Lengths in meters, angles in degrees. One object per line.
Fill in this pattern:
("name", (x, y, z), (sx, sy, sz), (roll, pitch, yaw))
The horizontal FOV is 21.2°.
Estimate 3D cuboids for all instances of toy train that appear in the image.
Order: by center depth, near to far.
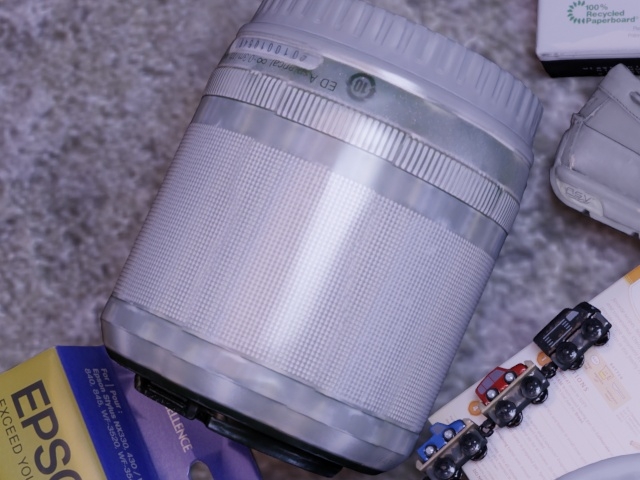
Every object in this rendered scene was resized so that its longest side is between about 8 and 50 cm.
("toy train", (0.118, 0.097, 1.084), (0.158, 0.027, 0.036), (-44, 64, 4))

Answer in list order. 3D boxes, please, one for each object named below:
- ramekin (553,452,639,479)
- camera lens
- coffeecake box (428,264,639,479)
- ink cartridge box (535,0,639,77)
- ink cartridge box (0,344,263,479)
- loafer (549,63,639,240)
("ramekin", (0.206, 0.271, 0.994), (0.277, 0.135, 0.277), (0, 94, 6))
("camera lens", (0.000, 0.000, 1.110), (0.219, 0.219, 0.274), (23, 86, 20))
("coffeecake box", (0.189, 0.122, 1.108), (0.185, 0.068, 0.142), (-37, 70, 7))
("ink cartridge box", (0.247, -0.297, 1.181), (0.176, 0.069, 0.370), (1, 81, 18))
("ink cartridge box", (-0.180, 0.239, 1.198), (0.307, 0.072, 0.303), (-29, 72, 11))
("loafer", (0.300, -0.016, 1.081), (0.319, 0.112, 0.111), (26, 95, 21))
